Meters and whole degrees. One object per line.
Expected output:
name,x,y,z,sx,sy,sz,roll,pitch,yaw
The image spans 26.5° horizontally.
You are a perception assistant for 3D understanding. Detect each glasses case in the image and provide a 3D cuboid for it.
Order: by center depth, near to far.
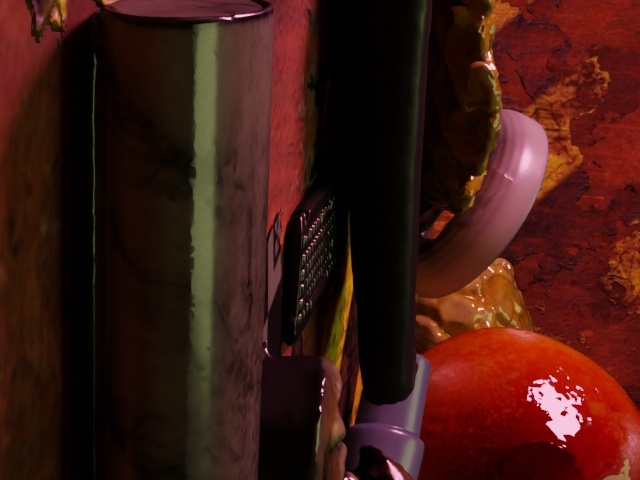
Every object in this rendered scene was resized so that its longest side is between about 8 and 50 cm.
glasses case,-0.055,0.058,0.533,0.114,0.060,0.299,-51,145,-72

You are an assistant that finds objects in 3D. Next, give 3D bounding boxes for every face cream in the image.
face cream,0.049,0.303,1.429,0.135,0.086,0.385,75,26,-68

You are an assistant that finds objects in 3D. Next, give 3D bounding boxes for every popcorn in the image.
popcorn,0.189,0.133,1.943,0.249,0.225,0.249,-6,90,-68

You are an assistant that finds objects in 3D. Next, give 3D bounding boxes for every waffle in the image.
waffle,0.104,-0.181,1.287,0.325,0.068,0.302,-130,-146,-67

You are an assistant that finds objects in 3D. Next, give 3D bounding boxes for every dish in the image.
dish,0.153,-0.073,1.753,0.273,0.133,0.273,-46,-155,28

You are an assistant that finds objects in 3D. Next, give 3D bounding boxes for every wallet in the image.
wallet,0.059,-0.082,1.185,0.228,0.062,0.406,-97,-175,-59

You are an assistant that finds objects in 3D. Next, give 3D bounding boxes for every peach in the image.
peach,0.236,0.292,1.668,0.388,0.388,0.388,5,90,-83

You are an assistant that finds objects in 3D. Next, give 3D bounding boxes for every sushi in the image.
sushi,-0.003,0.207,0.876,0.296,0.100,0.373,-71,164,-62

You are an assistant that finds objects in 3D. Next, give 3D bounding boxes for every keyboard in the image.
keyboard,0.001,0.000,1.086,0.262,0.016,0.106,-59,153,-74

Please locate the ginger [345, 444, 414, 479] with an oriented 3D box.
ginger,0.060,0.330,1.120,0.223,0.269,0.200,-47,147,-2
